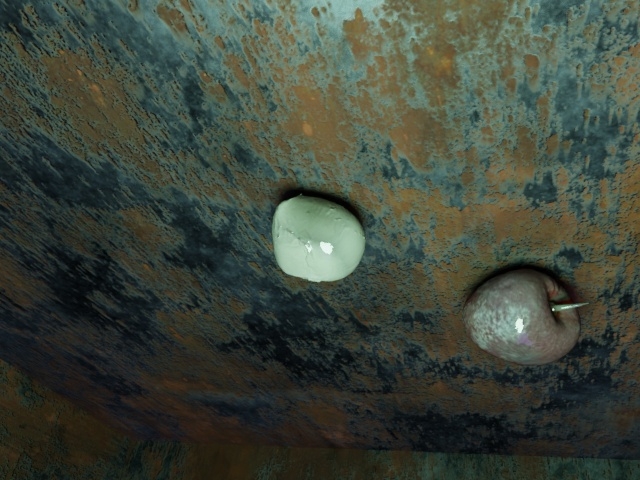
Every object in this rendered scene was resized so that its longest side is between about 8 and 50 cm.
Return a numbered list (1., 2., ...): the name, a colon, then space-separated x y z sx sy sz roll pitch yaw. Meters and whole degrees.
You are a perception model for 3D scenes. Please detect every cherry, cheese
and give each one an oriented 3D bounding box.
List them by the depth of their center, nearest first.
1. cheese: 0.000 0.000 1.096 0.189 0.154 0.198 22 148 18
2. cherry: 0.448 0.171 1.162 0.236 0.213 0.285 43 141 -23
